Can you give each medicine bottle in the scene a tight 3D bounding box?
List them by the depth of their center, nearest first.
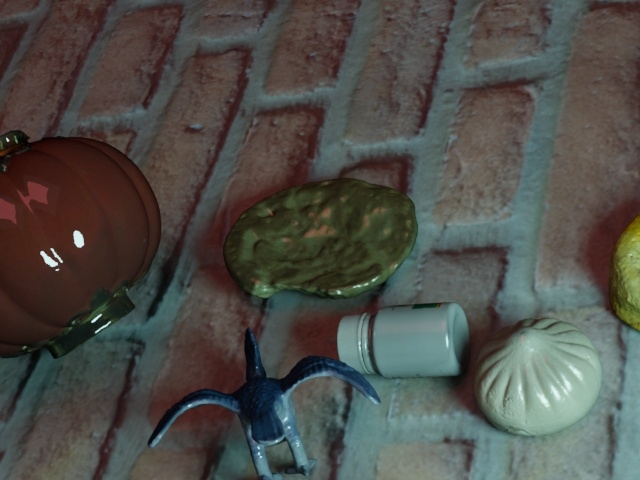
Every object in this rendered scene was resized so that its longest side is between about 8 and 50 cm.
[{"bbox_3d":[0.089,0.109,1.799,0.130,0.080,0.080,-4,44,21],"label":"medicine bottle"}]

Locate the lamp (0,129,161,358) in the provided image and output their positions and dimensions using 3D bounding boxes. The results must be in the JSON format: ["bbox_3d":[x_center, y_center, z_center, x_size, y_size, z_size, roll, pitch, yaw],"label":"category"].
[{"bbox_3d":[-0.335,0.005,1.970,0.303,0.257,0.303,-32,2,1],"label":"lamp"}]

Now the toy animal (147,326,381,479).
[{"bbox_3d":[-0.067,0.171,1.747,0.239,0.255,0.176,-17,82,-7],"label":"toy animal"}]

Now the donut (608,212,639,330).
[{"bbox_3d":[0.384,0.021,1.769,0.162,0.065,0.178,13,51,34],"label":"donut"}]

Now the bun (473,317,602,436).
[{"bbox_3d":[0.218,0.126,1.713,0.138,0.094,0.138,-13,38,10],"label":"bun"}]

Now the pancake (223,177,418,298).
[{"bbox_3d":[0.001,0.001,1.990,0.236,0.042,0.222,-12,37,8],"label":"pancake"}]
